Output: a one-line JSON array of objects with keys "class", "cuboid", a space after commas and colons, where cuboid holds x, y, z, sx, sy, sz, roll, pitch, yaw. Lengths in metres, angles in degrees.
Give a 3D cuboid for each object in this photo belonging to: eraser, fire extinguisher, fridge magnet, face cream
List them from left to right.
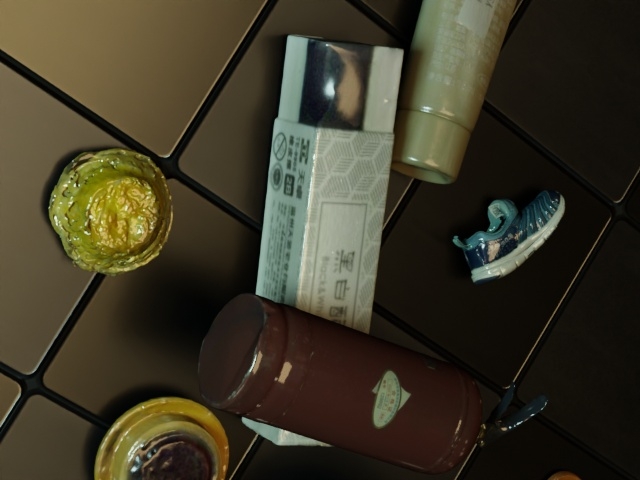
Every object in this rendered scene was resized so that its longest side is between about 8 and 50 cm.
[{"class": "fridge magnet", "cuboid": [-0.156, 0.226, 1.529, 0.143, 0.063, 0.143, -7, 107, -25]}, {"class": "eraser", "cuboid": [0.000, 0.000, 1.543, 0.096, 0.098, 0.404, 3, 99, -28]}, {"class": "fire extinguisher", "cuboid": [0.057, 0.146, 1.475, 0.337, 0.114, 0.135, 22, 124, -30]}, {"class": "face cream", "cuboid": [0.150, -0.231, 1.591, 0.137, 0.084, 0.341, 21, 82, -30]}]

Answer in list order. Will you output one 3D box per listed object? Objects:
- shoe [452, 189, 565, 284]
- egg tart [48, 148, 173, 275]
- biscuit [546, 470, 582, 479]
[{"class": "shoe", "cuboid": [0.208, -0.013, 1.670, 0.143, 0.064, 0.071, -38, 96, -21]}, {"class": "egg tart", "cuboid": [-0.197, -0.025, 1.467, 0.130, 0.052, 0.130, -7, 105, -28]}, {"class": "biscuit", "cuboid": [0.279, 0.316, 1.791, 0.078, 0.015, 0.091, 42, 81, -28]}]
